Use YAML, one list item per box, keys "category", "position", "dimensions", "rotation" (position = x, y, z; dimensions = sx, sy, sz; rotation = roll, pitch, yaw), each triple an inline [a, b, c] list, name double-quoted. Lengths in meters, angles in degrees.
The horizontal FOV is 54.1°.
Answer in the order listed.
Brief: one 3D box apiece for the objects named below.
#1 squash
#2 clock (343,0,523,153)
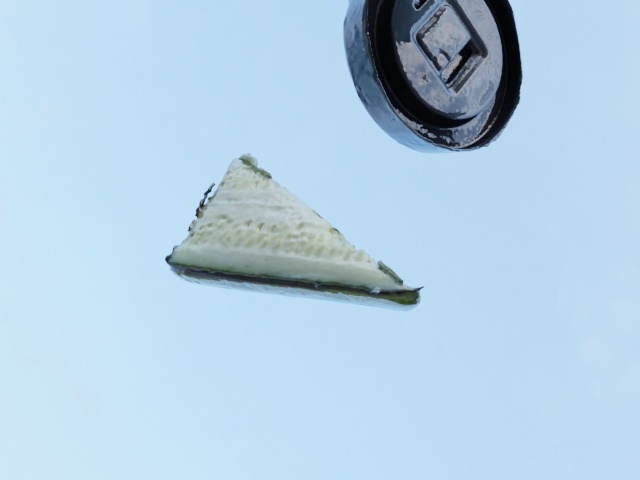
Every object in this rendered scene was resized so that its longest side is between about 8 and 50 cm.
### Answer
- category: "squash"
  position: [0.000, 0.000, 0.624]
  dimensions: [0.252, 0.169, 0.093]
  rotation: [5, -40, 23]
- category: "clock"
  position: [0.180, -0.289, 0.951]
  dimensions: [0.067, 0.325, 0.325]
  rotation: [-7, -78, 57]
